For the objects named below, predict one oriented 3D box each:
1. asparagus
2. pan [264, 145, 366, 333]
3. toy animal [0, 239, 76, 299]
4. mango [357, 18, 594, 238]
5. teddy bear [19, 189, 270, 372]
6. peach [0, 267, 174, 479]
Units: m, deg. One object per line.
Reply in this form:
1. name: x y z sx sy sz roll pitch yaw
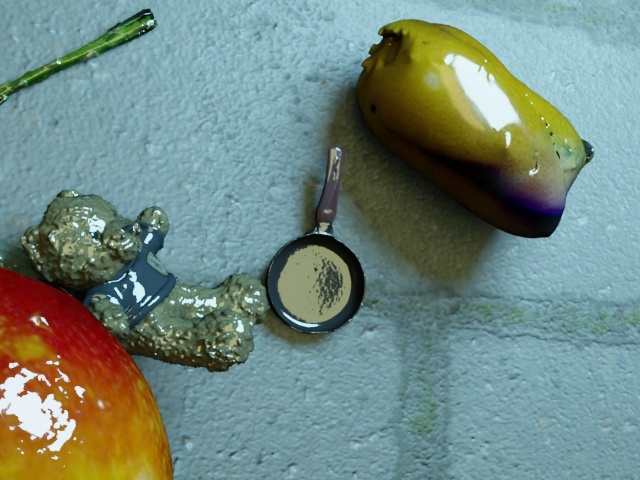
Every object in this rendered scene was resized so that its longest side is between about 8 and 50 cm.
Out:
1. asparagus: -0.275 -0.184 0.829 0.233 0.023 0.022 -33 51 -16
2. pan: -0.001 -0.001 0.884 0.115 0.040 0.211 7 92 -15
3. toy animal: -0.304 0.050 0.790 0.253 0.070 0.079 31 114 -24
4. mango: 0.167 -0.126 0.869 0.287 0.201 0.152 38 97 1
5. teddy bear: -0.180 0.055 0.788 0.251 0.182 0.129 38 109 -16
6. peach: -0.298 0.201 0.613 0.389 0.388 0.387 1 86 -16
